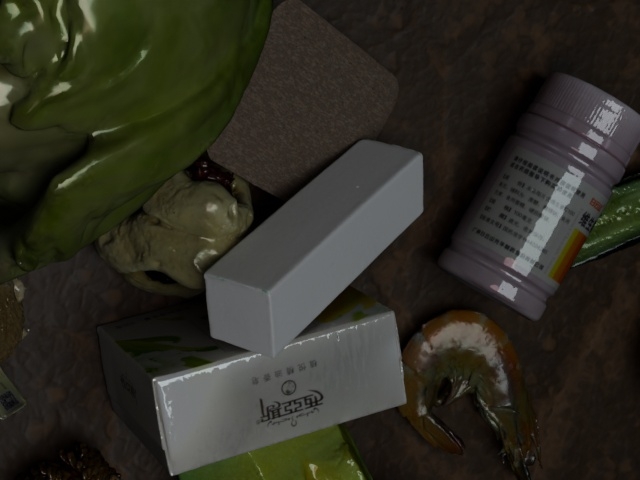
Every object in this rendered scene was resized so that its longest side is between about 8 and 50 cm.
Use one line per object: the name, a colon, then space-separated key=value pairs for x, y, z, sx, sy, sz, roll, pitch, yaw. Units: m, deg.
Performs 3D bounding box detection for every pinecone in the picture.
pinecone: x=-0.257 y=0.255 z=1.684 sx=0.109 sy=0.102 sz=0.102 roll=0 pitch=103 yaw=-14

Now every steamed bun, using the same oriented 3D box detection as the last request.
steamed bun: x=-0.131 y=-0.018 z=1.634 sx=0.141 sy=0.155 sz=0.172 roll=15 pitch=98 yaw=-27

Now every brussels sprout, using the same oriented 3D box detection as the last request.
brussels sprout: x=-0.210 y=-0.200 z=1.450 sx=0.361 sy=0.342 sz=0.425 roll=-19 pitch=126 yaw=-37

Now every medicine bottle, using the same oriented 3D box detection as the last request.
medicine bottle: x=0.241 y=-0.048 z=1.808 sx=0.133 sy=0.133 sz=0.250 roll=30 pitch=88 yaw=-27

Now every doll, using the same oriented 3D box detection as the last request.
doll: x=-0.339 y=0.068 z=1.594 sx=0.115 sy=0.105 sz=0.221 roll=-37 pitch=133 yaw=-58

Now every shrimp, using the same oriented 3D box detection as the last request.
shrimp: x=0.177 y=0.188 z=1.880 sx=0.150 sy=0.068 sz=0.249 roll=-35 pitch=110 yaw=1

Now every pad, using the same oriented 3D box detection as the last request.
pad: x=-0.013 y=-0.126 z=1.671 sx=0.176 sy=0.002 sz=0.266 roll=-62 pitch=147 yaw=-1

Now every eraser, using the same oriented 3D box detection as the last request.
eraser: x=0.000 y=0.001 z=1.652 sx=0.298 sy=0.076 sz=0.078 roll=-42 pitch=139 yaw=-45

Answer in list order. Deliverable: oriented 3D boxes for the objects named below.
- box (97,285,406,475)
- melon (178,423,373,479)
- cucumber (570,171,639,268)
box: x=-0.071 y=0.125 z=1.675 sx=0.260 sy=0.194 sz=0.111 roll=-13 pitch=108 yaw=-22
melon: x=0.007 y=0.318 z=1.722 sx=0.196 sy=0.124 sz=0.323 roll=-26 pitch=78 yaw=-24
cucumber: x=0.357 y=-0.031 z=1.909 sx=0.211 sy=0.062 sz=0.078 roll=-22 pitch=77 yaw=-12
